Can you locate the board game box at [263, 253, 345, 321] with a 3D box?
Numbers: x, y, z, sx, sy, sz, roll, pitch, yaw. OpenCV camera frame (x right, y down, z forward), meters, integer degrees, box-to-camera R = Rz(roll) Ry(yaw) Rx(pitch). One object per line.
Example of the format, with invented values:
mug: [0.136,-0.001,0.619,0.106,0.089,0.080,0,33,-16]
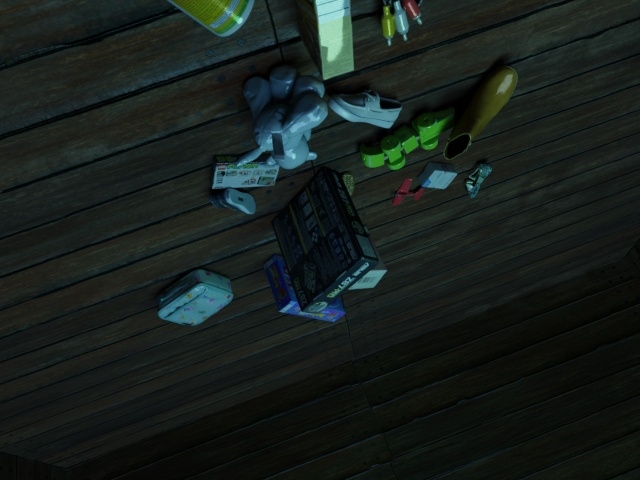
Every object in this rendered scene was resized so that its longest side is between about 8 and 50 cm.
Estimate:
board game box: [-0.064,0.203,2.148,0.078,0.233,0.347,-40,144,25]

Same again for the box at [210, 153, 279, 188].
box: [-0.235,-0.217,1.604,0.207,0.036,0.114,-5,144,-25]

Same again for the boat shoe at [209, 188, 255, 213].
boat shoe: [-0.288,-0.129,1.690,0.083,0.065,0.183,-4,167,21]

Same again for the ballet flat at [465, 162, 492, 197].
ballet flat: [0.623,-0.247,2.067,0.070,0.070,0.188,-9,144,-20]

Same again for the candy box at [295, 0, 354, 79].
candy box: [0.000,-0.543,1.124,0.087,0.183,0.316,-20,148,-5]

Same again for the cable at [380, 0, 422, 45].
cable: [0.174,-0.612,1.231,0.139,0.072,0.287,-34,146,9]

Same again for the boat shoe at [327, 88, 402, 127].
boat shoe: [0.138,-0.399,1.507,0.267,0.096,0.088,5,135,-38]

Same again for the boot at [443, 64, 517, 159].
boot: [0.507,-0.396,1.629,0.211,0.104,0.295,-55,177,-40]

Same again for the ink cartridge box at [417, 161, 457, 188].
ink cartridge box: [0.447,-0.248,1.955,0.122,0.052,0.088,3,141,-32]

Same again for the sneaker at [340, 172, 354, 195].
sneaker: [0.073,-0.164,1.849,0.069,0.084,0.186,-5,118,-21]

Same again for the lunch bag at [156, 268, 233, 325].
lunch bag: [-0.509,0.233,2.040,0.279,0.108,0.224,-35,146,20]

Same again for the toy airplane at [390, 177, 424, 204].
toy airplane: [0.344,-0.183,2.010,0.151,0.028,0.151,-15,146,-11]

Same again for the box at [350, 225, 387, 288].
box: [0.142,0.067,2.069,0.148,0.232,0.127,-2,142,-29]

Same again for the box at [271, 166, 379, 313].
box: [0.000,0.000,1.731,0.097,0.395,0.318,15,132,-43]

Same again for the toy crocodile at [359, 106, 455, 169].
toy crocodile: [0.291,-0.341,1.693,0.340,0.105,0.115,-30,147,4]

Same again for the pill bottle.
pill bottle: [-0.262,-0.533,1.024,0.136,0.136,0.245,-38,145,24]

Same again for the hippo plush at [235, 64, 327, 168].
hippo plush: [-0.070,-0.297,1.385,0.234,0.294,0.236,-6,160,15]
